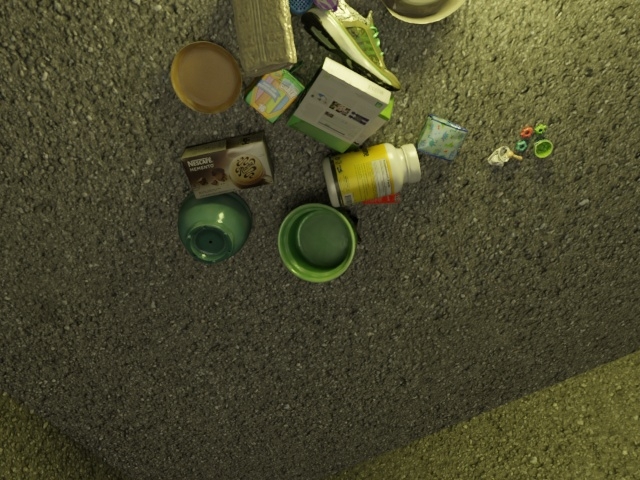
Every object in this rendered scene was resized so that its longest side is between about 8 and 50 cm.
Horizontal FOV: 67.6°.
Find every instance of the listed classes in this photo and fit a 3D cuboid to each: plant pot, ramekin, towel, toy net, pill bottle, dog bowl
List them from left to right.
[{"bbox_3d":[-0.382,-0.548,1.613,0.236,0.032,0.236,-1,121,-2],"label":"plant pot"},{"bbox_3d":[-0.412,-0.033,1.832,0.293,0.196,0.293,-2,122,-3],"label":"plant pot"},{"bbox_3d":[-0.172,-0.654,1.462,0.187,0.049,0.282,-3,98,26],"label":"towel"},{"bbox_3d":[0.000,0.000,1.847,0.303,0.148,0.303,3,100,16],"label":"ramekin"},{"bbox_3d":[0.184,-0.246,1.744,0.333,0.188,0.188,-13,122,3],"label":"pill bottle"},{"bbox_3d":[0.305,-0.845,1.433,0.348,0.102,0.349,-1,122,-2],"label":"dog bowl"},{"bbox_3d":[0.747,-0.346,1.801,0.232,0.045,0.122,-19,121,8],"label":"toy net"}]

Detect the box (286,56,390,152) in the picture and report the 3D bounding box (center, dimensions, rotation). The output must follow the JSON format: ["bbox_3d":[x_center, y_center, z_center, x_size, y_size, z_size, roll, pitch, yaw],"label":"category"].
[{"bbox_3d":[0.048,-0.427,1.563,0.232,0.058,0.322,24,152,-16],"label":"box"}]

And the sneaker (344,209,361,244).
[{"bbox_3d":[0.130,-0.054,1.931,0.074,0.063,0.170,-27,115,19],"label":"sneaker"}]

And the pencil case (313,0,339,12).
[{"bbox_3d":[0.034,-0.781,1.409,0.086,0.206,0.088,0,158,40],"label":"pencil case"}]

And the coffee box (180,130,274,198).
[{"bbox_3d":[-0.330,-0.274,1.733,0.297,0.119,0.168,-11,123,3],"label":"coffee box"}]

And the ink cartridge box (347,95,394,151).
[{"bbox_3d":[0.105,-0.440,1.679,0.188,0.097,0.255,24,154,-18],"label":"ink cartridge box"}]

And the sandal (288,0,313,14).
[{"bbox_3d":[-0.063,-0.831,1.399,0.126,0.138,0.317,-2,124,-5],"label":"sandal"}]

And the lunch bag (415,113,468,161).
[{"bbox_3d":[0.440,-0.370,1.738,0.151,0.096,0.129,20,118,-4],"label":"lunch bag"}]

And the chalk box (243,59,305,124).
[{"bbox_3d":[-0.139,-0.520,1.588,0.132,0.132,0.213,37,112,-23],"label":"chalk box"}]

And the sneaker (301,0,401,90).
[{"bbox_3d":[0.142,-0.641,1.534,0.410,0.158,0.182,34,92,-31],"label":"sneaker"}]

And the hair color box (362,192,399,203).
[{"bbox_3d":[0.231,-0.178,1.857,0.141,0.072,0.043,-3,123,-1],"label":"hair color box"}]
